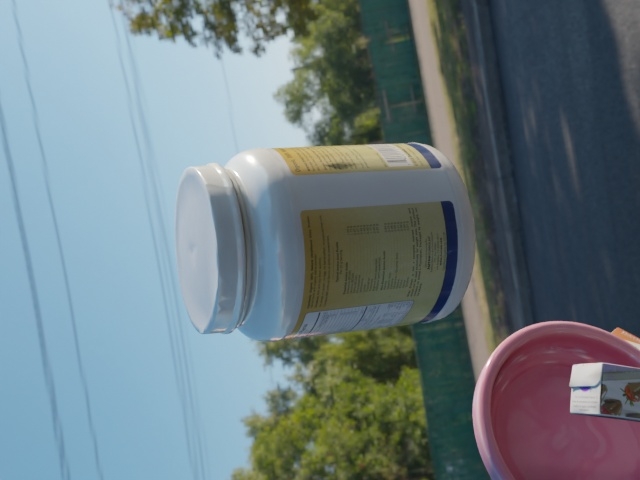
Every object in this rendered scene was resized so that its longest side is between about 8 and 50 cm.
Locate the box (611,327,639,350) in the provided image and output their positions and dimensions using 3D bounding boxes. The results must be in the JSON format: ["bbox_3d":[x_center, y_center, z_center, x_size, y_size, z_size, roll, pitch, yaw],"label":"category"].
[{"bbox_3d":[0.529,0.295,1.470,0.345,0.215,0.168,-11,-54,-62],"label":"box"}]

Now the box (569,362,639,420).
[{"bbox_3d":[0.465,0.203,1.094,0.067,0.323,0.063,156,122,-70],"label":"box"}]

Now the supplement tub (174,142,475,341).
[{"bbox_3d":[0.000,0.000,1.053,0.228,0.316,0.229,176,90,-68],"label":"supplement tub"}]

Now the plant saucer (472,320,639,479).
[{"bbox_3d":[0.361,0.275,1.216,0.084,0.332,0.332,113,156,-53],"label":"plant saucer"}]
